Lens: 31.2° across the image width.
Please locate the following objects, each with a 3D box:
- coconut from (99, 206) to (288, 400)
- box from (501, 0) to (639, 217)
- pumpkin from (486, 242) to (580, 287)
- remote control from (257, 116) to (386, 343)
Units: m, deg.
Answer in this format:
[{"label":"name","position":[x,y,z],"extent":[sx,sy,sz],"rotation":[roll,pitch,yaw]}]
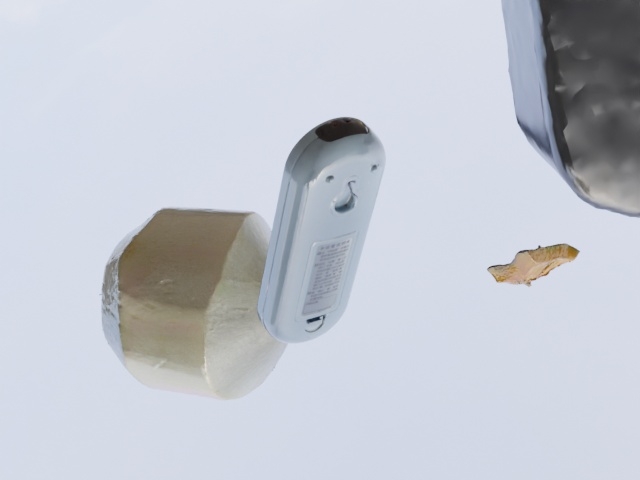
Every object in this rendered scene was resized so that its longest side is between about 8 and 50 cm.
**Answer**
[{"label":"coconut","position":[-0.128,0.075,1.336],"extent":[0.241,0.241,0.241],"rotation":[-19,-148,13]},{"label":"box","position":[0.134,-0.189,0.279],"extent":[0.211,0.350,0.058],"rotation":[-11,-160,-2]},{"label":"pumpkin","position":[0.238,0.029,1.269],"extent":[0.101,0.035,0.073],"rotation":[-7,161,-39]},{"label":"remote control","position":[0.000,0.000,0.984],"extent":[0.087,0.244,0.047],"rotation":[-13,-132,-25]}]
